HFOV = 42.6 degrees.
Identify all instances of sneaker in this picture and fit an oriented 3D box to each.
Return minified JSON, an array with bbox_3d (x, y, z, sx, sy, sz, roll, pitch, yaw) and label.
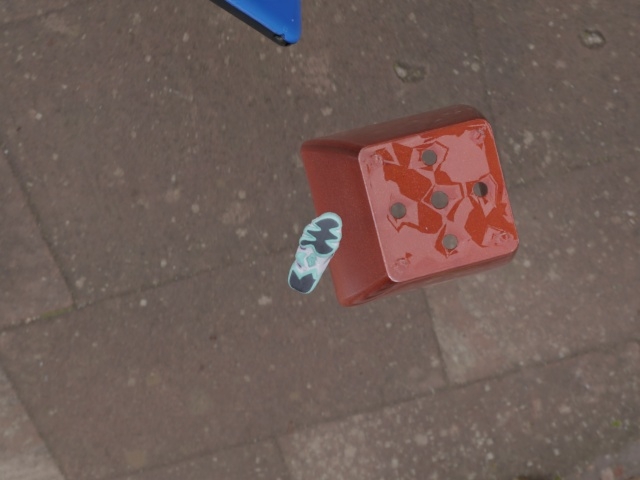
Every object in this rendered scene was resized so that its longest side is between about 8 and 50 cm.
[{"bbox_3d":[0.000,0.000,0.830,0.038,0.069,0.098,30,123,0],"label":"sneaker"}]

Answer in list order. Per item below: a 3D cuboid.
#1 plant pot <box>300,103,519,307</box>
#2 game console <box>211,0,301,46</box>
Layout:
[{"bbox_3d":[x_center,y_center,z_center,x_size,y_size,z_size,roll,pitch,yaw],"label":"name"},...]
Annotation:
[{"bbox_3d":[0.138,-0.053,1.159,0.268,0.236,0.267,-14,92,-6],"label":"plant pot"},{"bbox_3d":[-0.177,-0.369,0.992,0.173,0.250,0.293,-18,154,37],"label":"game console"}]
